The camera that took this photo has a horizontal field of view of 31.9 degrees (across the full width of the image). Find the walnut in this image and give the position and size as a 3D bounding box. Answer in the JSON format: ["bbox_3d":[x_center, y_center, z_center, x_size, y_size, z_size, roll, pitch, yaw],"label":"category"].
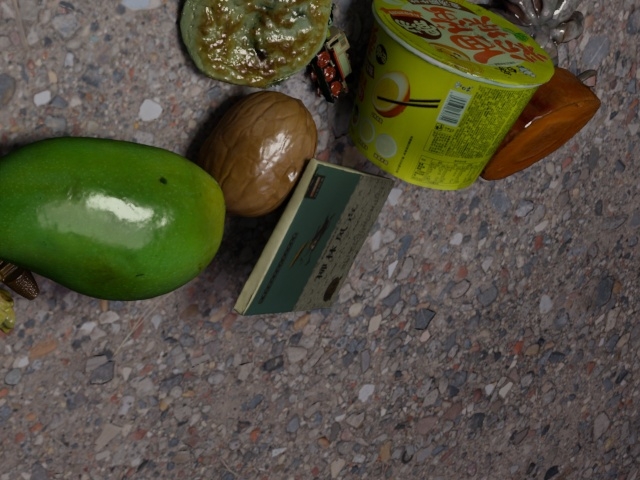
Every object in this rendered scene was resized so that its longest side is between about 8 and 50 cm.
[{"bbox_3d":[-0.091,-0.130,1.688,0.207,0.167,0.167,-53,136,-1],"label":"walnut"}]

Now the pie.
[{"bbox_3d":[-0.091,-0.325,1.610,0.240,0.054,0.240,-12,129,-15],"label":"pie"}]

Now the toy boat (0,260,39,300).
[{"bbox_3d":[-0.441,0.029,1.557,0.047,0.049,0.149,-43,135,-12],"label":"toy boat"}]

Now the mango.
[{"bbox_3d":[-0.304,-0.028,1.535,0.382,0.201,0.225,3,122,-39],"label":"mango"}]

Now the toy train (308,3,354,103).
[{"bbox_3d":[-0.003,-0.324,1.725,0.085,0.053,0.250,-40,133,-18],"label":"toy train"}]

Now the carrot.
[{"bbox_3d":[0.380,-0.202,2.028,0.258,0.100,0.307,-42,157,30],"label":"carrot"}]

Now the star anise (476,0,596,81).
[{"bbox_3d":[0.387,-0.381,1.962,0.359,0.139,0.316,-15,133,-28],"label":"star anise"}]

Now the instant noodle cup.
[{"bbox_3d":[0.186,-0.237,1.783,0.311,0.311,0.221,-6,132,-38],"label":"instant noodle cup"}]

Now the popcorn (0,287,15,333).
[{"bbox_3d":[-0.478,0.089,1.540,0.109,0.089,0.097,10,150,-25],"label":"popcorn"}]

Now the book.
[{"bbox_3d":[0.000,0.000,1.822,0.264,0.031,0.379,-63,161,9],"label":"book"}]
